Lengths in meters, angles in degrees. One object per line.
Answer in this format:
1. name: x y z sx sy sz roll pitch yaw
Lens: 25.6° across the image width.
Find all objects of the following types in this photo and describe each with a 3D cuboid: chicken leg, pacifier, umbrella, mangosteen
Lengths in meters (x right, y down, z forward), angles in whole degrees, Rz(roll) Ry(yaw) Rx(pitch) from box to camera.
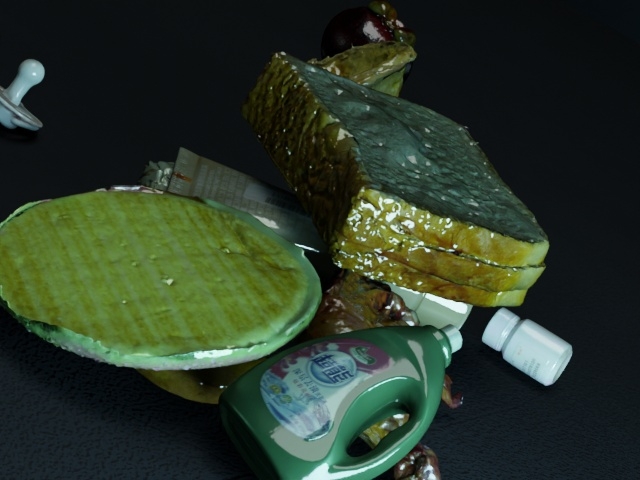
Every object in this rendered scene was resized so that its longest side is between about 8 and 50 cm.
1. chicken leg: 0.053 0.122 1.298 0.177 0.083 0.322 37 20 -3
2. pacifier: -0.329 -0.164 1.543 0.099 0.078 0.081 40 5 35
3. umbrella: -0.163 -0.044 1.463 0.067 0.062 0.143 4 28 1
4. mangosteen: 0.078 -0.299 2.170 0.152 0.152 0.152 21 22 -9

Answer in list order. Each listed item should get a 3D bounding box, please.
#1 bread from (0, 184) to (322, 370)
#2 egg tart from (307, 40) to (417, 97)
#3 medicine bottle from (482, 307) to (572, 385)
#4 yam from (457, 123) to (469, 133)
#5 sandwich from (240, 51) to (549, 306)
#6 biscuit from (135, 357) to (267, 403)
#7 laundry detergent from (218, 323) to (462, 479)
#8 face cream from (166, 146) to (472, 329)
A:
1. bread: -0.150 0.033 1.236 0.301 0.045 0.301 8 26 -4
2. egg tart: 0.037 -0.207 1.931 0.212 0.213 0.090 -90 158 -67
3. medicine bottle: 0.222 0.113 1.513 0.089 0.052 0.052 32 23 18
4. yam: 0.141 -0.142 1.974 0.141 0.079 0.079 10 26 -34
5. sandwich: 0.086 -0.060 1.464 0.271 0.099 0.301 12 29 -30
6. biscuit: -0.121 0.070 1.287 0.180 0.039 0.236 16 25 -22
7. laundry detergent: 0.034 0.129 1.152 0.211 0.063 0.137 -23 47 -23
8. face cream: 0.000 0.000 1.477 0.341 0.084 0.137 24 29 -10
